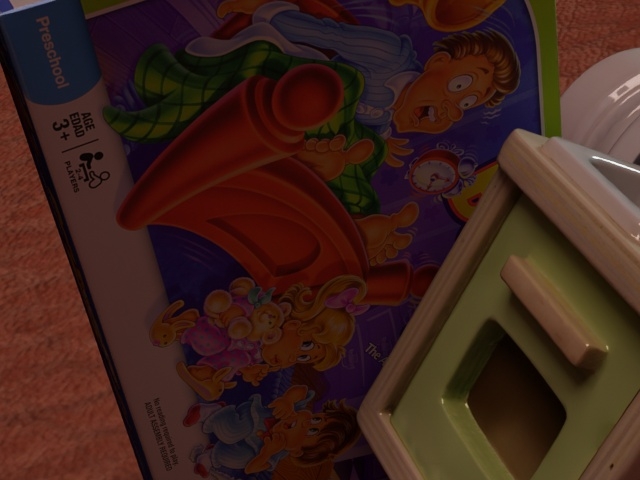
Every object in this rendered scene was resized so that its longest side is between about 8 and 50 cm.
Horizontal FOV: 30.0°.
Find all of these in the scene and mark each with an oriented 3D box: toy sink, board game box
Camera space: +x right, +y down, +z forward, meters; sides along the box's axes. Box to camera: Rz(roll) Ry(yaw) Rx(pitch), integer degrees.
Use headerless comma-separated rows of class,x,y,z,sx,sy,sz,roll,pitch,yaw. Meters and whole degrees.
toy sink,0.137,0.043,0.520,0.131,0.234,0.153,14,27,-32
board game box,0.000,0.000,0.581,0.233,0.347,0.078,-21,36,-14

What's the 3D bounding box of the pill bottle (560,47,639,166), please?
pill bottle,0.253,0.012,0.643,0.176,0.176,0.318,-21,36,-14
